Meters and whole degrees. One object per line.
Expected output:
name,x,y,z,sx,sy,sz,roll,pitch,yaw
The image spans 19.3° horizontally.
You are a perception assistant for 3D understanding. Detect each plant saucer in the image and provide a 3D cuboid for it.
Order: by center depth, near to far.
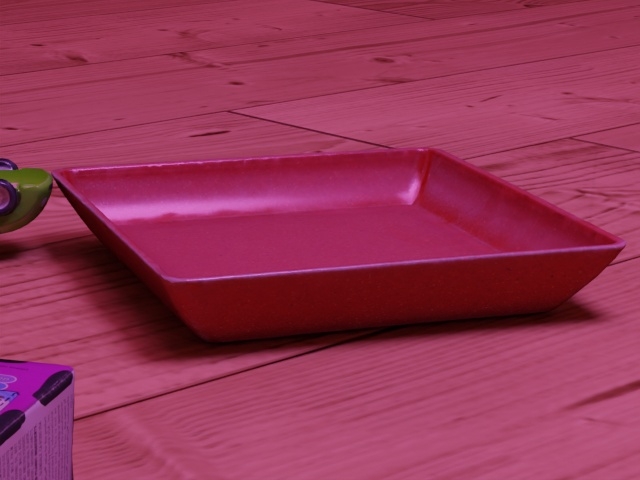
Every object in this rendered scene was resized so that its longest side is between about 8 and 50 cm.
plant saucer,0.000,0.000,1.075,0.259,0.047,0.258,-4,16,-21

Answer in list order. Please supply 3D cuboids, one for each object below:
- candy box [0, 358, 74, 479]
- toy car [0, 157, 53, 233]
candy box,-0.196,0.101,0.632,0.159,0.071,0.233,5,15,13
toy car,-0.269,-0.015,1.096,0.225,0.053,0.239,-1,16,-9
